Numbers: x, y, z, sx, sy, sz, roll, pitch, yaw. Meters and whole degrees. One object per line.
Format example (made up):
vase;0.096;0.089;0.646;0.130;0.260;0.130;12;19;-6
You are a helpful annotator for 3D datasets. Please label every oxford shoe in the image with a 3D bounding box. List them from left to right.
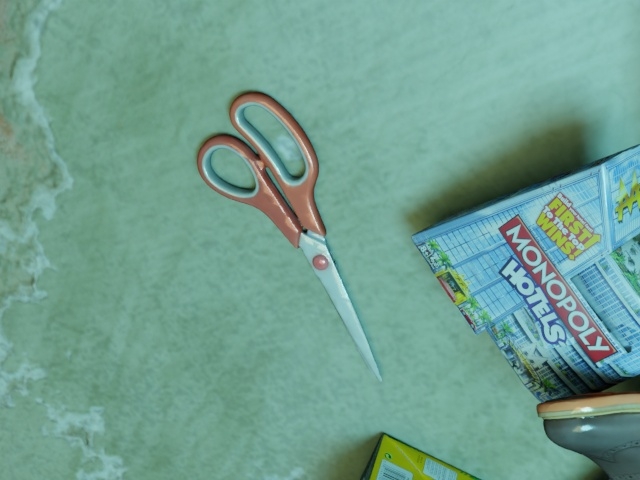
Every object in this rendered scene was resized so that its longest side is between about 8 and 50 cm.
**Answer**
oxford shoe;0.279;0.182;0.693;0.271;0.098;0.097;20;157;-27

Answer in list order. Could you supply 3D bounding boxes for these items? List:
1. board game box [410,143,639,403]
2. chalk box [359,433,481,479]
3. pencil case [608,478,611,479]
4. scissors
board game box;0.192;0.024;0.677;0.194;0.060;0.194;56;140;9
chalk box;0.069;0.330;0.870;0.132;0.132;0.213;24;118;6
pencil case;0.246;0.302;0.825;0.104;0.104;0.236;39;117;-3
scissors;0.000;0.000;0.811;0.109;0.021;0.297;-36;97;24
